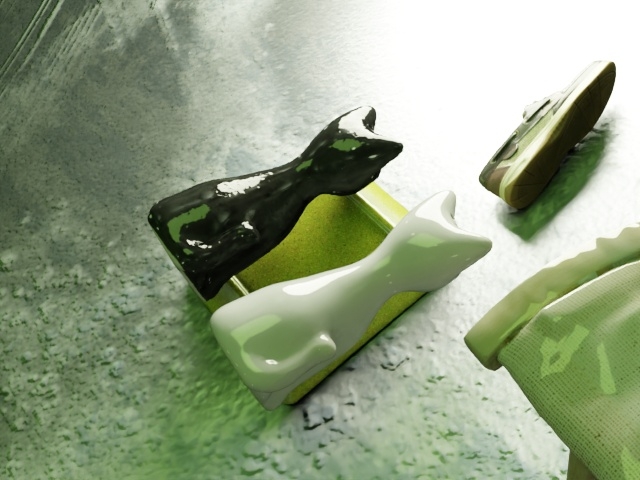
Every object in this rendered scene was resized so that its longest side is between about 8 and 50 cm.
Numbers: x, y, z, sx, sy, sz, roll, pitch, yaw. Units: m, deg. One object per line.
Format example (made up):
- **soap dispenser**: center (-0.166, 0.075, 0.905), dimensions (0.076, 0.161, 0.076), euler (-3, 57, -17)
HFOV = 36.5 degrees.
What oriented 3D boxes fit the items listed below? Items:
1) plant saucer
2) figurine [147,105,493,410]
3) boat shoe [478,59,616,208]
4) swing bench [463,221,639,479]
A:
- **plant saucer**: center (-0.011, 0.014, 0.823), dimensions (0.188, 0.045, 0.188), euler (-40, 47, -6)
- **figurine**: center (0.000, 0.000, 0.742), dimensions (0.209, 0.092, 0.215), euler (-33, 47, -5)
- **boat shoe**: center (0.187, -0.096, 0.800), dimensions (0.049, 0.056, 0.152), euler (32, 73, 35)
- **swing bench**: center (0.230, 0.135, 0.458), dimensions (0.165, 0.255, 0.253), euler (-36, 47, -3)
